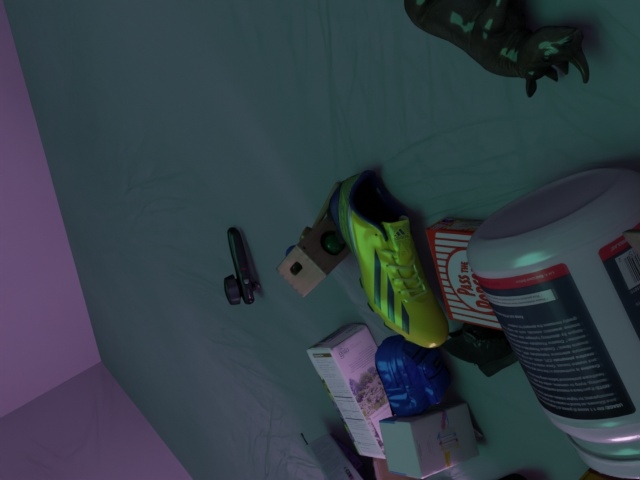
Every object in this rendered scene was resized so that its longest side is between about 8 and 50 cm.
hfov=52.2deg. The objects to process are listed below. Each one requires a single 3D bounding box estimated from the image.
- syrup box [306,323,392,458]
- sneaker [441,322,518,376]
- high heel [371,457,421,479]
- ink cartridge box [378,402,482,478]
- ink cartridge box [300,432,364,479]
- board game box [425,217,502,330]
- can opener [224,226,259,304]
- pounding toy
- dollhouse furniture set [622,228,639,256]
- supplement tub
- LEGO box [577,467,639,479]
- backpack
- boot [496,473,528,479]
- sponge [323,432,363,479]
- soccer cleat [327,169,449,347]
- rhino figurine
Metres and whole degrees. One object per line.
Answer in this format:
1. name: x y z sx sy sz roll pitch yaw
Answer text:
1. syrup box: 0.079 0.284 1.243 0.096 0.093 0.237 -20 98 59
2. sneaker: 0.239 0.142 0.939 0.089 0.051 0.170 49 151 13
3. high heel: 0.178 0.558 1.343 0.261 0.093 0.186 52 162 27
4. ink cartridge box: 0.187 0.327 1.091 0.092 0.143 0.090 -22 79 58
5. ink cartridge box: 0.097 0.577 1.393 0.324 0.071 0.330 59 172 -13
6. board game box: 0.239 0.048 0.868 0.193 0.045 0.147 6 119 53
7. can opener: -0.181 0.061 1.471 0.059 0.073 0.186 28 127 53
8. pounding toy: 0.000 0.000 1.110 0.100 0.130 0.141 45 148 2
9. dollhouse furniture set: 0.366 -0.017 0.468 0.135 0.262 0.259 58 -178 0
10. supplement tub: 0.289 0.080 0.675 0.191 0.191 0.272 -14 107 58
11. LEGO box: 0.491 0.556 0.764 0.500 0.193 0.372 30 134 40
12. backpack: 0.152 0.212 1.082 0.101 0.098 0.120 -21 98 29
13. boot: 0.328 0.481 1.057 0.178 0.085 0.236 49 153 15
14. sponge: 0.054 0.565 1.565 0.117 0.031 0.210 33 139 38
15. soccer cleat: 0.109 0.027 0.979 0.289 0.093 0.121 60 142 12
16. rhino figurine: 0.185 -0.234 0.694 0.243 0.073 0.106 43 143 24
